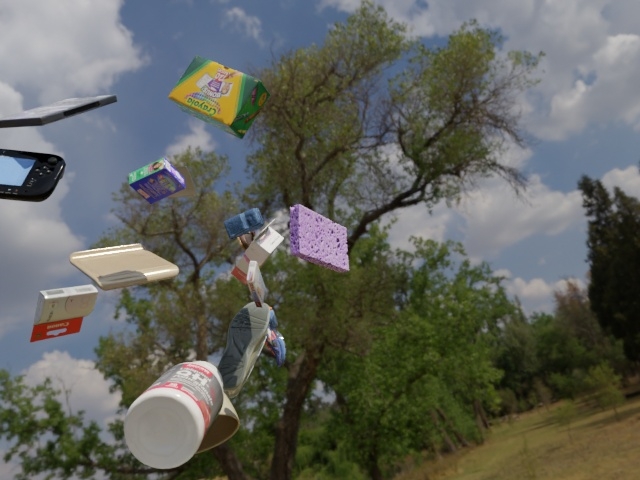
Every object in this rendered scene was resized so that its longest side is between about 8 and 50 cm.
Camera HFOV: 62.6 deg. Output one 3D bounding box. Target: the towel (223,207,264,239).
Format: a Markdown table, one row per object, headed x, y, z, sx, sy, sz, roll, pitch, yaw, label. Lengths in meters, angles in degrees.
| x | y | z | sx | sy | sz | roll | pitch | yaw | label |
| --- | --- | --- | --- | --- | --- | --- | --- | --- | --- |
| -0.237 | -0.053 | 1.622 | 0.119 | 0.067 | 0.029 | -24 | -15 | 1 | towel |

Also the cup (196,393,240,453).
| x | y | z | sx | sy | sz | roll | pitch | yaw | label |
| --- | --- | --- | --- | --- | --- | --- | --- | --- | --- |
| -0.497 | 0.639 | 2.009 | 0.331 | 0.237 | 0.331 | -16 | -37 | -12 | cup |

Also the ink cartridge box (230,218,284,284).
| x | y | z | sx | sy | sz | roll | pitch | yaw | label |
| --- | --- | --- | --- | --- | --- | --- | --- | --- | --- |
| -0.188 | 0.034 | 1.647 | 0.198 | 0.067 | 0.115 | -51 | 1 | 32 | ink cartridge box |

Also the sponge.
| x | y | z | sx | sy | sz | roll | pitch | yaw | label |
| --- | --- | --- | --- | --- | --- | --- | --- | --- | --- |
| 0.000 | 0.000 | 1.259 | 0.031 | 0.117 | 0.210 | -13 | -21 | 31 | sponge |

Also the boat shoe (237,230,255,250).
| x | y | z | sx | sy | sz | roll | pitch | yaw | label |
| --- | --- | --- | --- | --- | --- | --- | --- | --- | --- |
| -0.312 | -0.027 | 2.227 | 0.073 | 0.207 | 0.073 | -27 | -62 | 2 | boat shoe |

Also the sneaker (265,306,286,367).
| x | y | z | sx | sy | sz | roll | pitch | yaw | label |
| --- | --- | --- | --- | --- | --- | --- | --- | --- | --- |
| -0.181 | 0.353 | 1.886 | 0.087 | 0.221 | 0.083 | -17 | -22 | -12 | sneaker |

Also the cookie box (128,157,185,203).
| x | y | z | sx | sy | sz | roll | pitch | yaw | label |
| --- | --- | --- | --- | --- | --- | --- | --- | --- | --- |
| -0.415 | -0.150 | 1.336 | 0.107 | 0.040 | 0.092 | -22 | -36 | 10 | cookie box |

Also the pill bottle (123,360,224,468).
| x | y | z | sx | sy | sz | roll | pitch | yaw | label |
| --- | --- | --- | --- | --- | --- | --- | --- | --- | --- |
| -0.335 | 0.401 | 1.283 | 0.176 | 0.176 | 0.318 | -18 | 2 | 2 | pill bottle |

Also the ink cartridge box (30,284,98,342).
| x | y | z | sx | sy | sz | roll | pitch | yaw | label |
| --- | --- | --- | --- | --- | --- | --- | --- | --- | --- |
| -0.926 | 0.274 | 1.901 | 0.189 | 0.066 | 0.232 | -6 | -57 | -49 | ink cartridge box |

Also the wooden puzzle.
| x | y | z | sx | sy | sz | roll | pitch | yaw | label |
| --- | --- | --- | --- | --- | --- | --- | --- | --- | --- |
| -0.543 | 0.075 | 1.452 | 0.221 | 0.238 | 0.044 | -10 | -66 | -41 | wooden puzzle |

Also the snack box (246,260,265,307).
| x | y | z | sx | sy | sz | roll | pitch | yaw | label |
| --- | --- | --- | --- | --- | --- | --- | --- | --- | --- |
| -0.182 | 0.127 | 1.501 | 0.022 | 0.064 | 0.178 | 3 | -30 | 5 | snack box |

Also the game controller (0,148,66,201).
| x | y | z | sx | sy | sz | roll | pitch | yaw | label |
| --- | --- | --- | --- | --- | --- | --- | --- | --- | --- |
| -0.817 | -0.169 | 1.317 | 0.319 | 0.166 | 0.067 | 5 | -51 | -5 | game controller |

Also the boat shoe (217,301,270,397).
| x | y | z | sx | sy | sz | roll | pitch | yaw | label |
| --- | --- | --- | --- | --- | --- | --- | --- | --- | --- |
| -0.245 | 0.345 | 1.705 | 0.118 | 0.320 | 0.103 | 10 | -36 | 8 | boat shoe |

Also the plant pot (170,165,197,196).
| x | y | z | sx | sy | sz | roll | pitch | yaw | label |
| --- | --- | --- | --- | --- | --- | --- | --- | --- | --- |
| -0.465 | -0.183 | 1.652 | 0.109 | 0.096 | 0.109 | -9 | 7 | -38 | plant pot |

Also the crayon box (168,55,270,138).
| x | y | z | sx | sy | sz | roll | pitch | yaw | label |
| --- | --- | --- | --- | --- | --- | --- | --- | --- | --- |
| -0.309 | -0.438 | 1.599 | 0.165 | 0.278 | 0.081 | -59 | -27 | -6 | crayon box |

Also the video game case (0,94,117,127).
| x | y | z | sx | sy | sz | roll | pitch | yaw | label |
| --- | --- | --- | --- | --- | --- | --- | --- | --- | --- |
| -0.738 | -0.363 | 1.473 | 0.196 | 0.026 | 0.274 | 3 | 28 | 24 | video game case |
